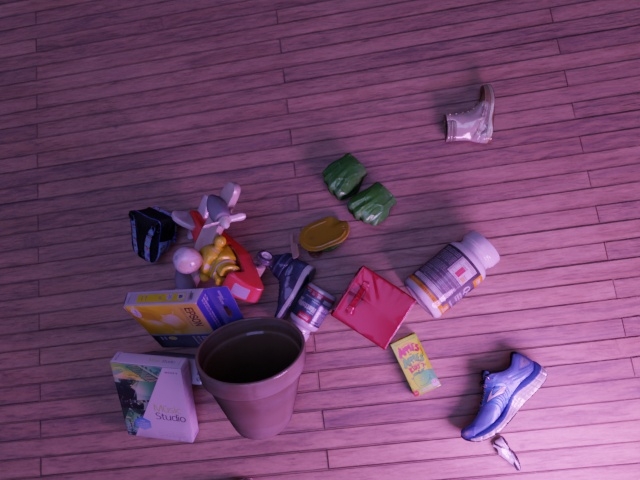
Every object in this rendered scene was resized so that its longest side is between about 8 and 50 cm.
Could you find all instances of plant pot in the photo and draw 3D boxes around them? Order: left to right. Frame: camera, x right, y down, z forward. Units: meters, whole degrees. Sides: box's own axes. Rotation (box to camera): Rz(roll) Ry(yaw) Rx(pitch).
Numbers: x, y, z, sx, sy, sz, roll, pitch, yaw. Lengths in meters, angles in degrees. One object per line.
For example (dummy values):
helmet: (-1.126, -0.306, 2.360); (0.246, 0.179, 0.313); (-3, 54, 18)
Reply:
plant pot: (-0.192, 0.436, 1.323); (0.324, 0.323, 0.280); (-4, 114, 5)

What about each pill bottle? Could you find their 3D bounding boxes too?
pill bottle: (-0.037, 0.242, 1.438); (0.108, 0.108, 0.180); (30, 85, 9)
pill bottle: (0.422, 0.105, 1.386); (0.278, 0.162, 0.162); (-39, 80, -1)

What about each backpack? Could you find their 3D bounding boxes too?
backpack: (-0.591, -0.017, 1.528); (0.158, 0.117, 0.173); (21, 113, 23)

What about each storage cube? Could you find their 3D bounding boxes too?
storage cube: (0.161, 0.210, 1.374); (0.193, 0.215, 0.183); (33, 85, 4)

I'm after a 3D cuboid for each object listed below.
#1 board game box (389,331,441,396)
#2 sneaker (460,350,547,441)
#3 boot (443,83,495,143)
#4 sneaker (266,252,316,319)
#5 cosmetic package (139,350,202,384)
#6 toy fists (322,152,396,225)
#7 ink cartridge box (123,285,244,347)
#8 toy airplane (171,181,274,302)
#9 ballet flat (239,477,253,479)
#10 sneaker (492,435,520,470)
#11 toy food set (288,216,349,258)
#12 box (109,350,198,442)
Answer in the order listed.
board game box: (0.308, 0.404, 1.411); (0.092, 0.043, 0.181); (-25, 80, 2)
sneaker: (0.544, 0.486, 1.349); (0.147, 0.130, 0.330); (41, 84, 24)
boot: (0.515, -0.444, 1.507); (0.165, 0.077, 0.213); (3, 84, 8)
sneaker: (-0.136, 0.151, 1.478); (0.163, 0.086, 0.226); (30, 94, 18)
cosmetic package: (-0.483, 0.425, 1.451); (0.231, 0.117, 0.085); (6, 81, 5)
toy fists: (0.124, -0.167, 1.495); (0.142, 0.096, 0.279); (-40, 78, -11)
ink cartridge box: (-0.411, 0.256, 1.381); (0.308, 0.303, 0.072); (-2, 52, 7)
toy airplane: (-0.373, 0.023, 1.404); (0.385, 0.272, 0.385); (-5, 98, 34)
ballet flat: (-0.194, 0.945, 1.339); (0.147, 0.147, 0.408); (-21, 80, 2)
sneaker: (0.582, 0.669, 1.349); (0.044, 0.040, 0.109); (-37, 75, 16)
toy food set: (0.000, 0.000, 1.498); (0.218, 0.071, 0.128); (-21, 51, -2)
box: (-0.528, 0.507, 1.389); (0.233, 0.058, 0.321); (3, 115, 6)
